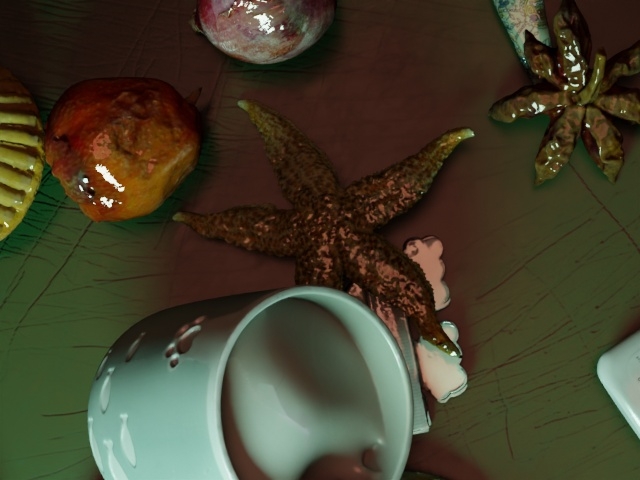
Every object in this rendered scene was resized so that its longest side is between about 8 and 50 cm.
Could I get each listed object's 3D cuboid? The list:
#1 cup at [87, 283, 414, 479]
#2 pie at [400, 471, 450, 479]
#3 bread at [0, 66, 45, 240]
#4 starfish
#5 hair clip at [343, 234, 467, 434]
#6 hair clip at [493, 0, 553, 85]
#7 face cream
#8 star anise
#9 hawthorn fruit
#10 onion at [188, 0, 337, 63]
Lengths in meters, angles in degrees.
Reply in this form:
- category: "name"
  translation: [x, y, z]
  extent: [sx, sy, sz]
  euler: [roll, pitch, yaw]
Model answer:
- category: "cup"
  translation: [-0.088, 0.232, 1.750]
  extent: [0.259, 0.274, 0.356]
  euler: [9, 79, -39]
- category: "pie"
  translation: [0.116, 0.353, 1.802]
  extent: [0.240, 0.054, 0.240]
  euler: [15, 46, -17]
- category: "bread"
  translation: [-0.426, -0.098, 1.899]
  extent: [0.240, 0.139, 0.240]
  euler: [-1, 85, 15]
- category: "starfish"
  translation: [-0.002, 0.000, 1.876]
  extent: [0.358, 0.078, 0.347]
  euler: [-3, 83, 13]
- category: "hair clip"
  translation: [0.088, 0.111, 1.890]
  extent: [0.140, 0.054, 0.220]
  euler: [-12, 81, 8]
- category: "hair clip"
  translation: [0.230, -0.280, 1.919]
  extent: [0.066, 0.036, 0.229]
  euler: [-15, 83, 10]
- category: "face cream"
  translation: [0.456, 0.111, 1.846]
  extent: [0.291, 0.071, 0.144]
  euler: [-36, 83, 1]
- category: "star anise"
  translation: [0.289, -0.155, 1.865]
  extent: [0.196, 0.111, 0.212]
  euler: [-34, 115, 22]
- category: "hawthorn fruit"
  translation: [-0.222, -0.105, 1.881]
  extent: [0.179, 0.173, 0.173]
  euler: [-2, 84, -1]
- category: "onion"
  translation: [-0.076, -0.270, 1.899]
  extent: [0.195, 0.159, 0.159]
  euler: [-20, 82, 38]
